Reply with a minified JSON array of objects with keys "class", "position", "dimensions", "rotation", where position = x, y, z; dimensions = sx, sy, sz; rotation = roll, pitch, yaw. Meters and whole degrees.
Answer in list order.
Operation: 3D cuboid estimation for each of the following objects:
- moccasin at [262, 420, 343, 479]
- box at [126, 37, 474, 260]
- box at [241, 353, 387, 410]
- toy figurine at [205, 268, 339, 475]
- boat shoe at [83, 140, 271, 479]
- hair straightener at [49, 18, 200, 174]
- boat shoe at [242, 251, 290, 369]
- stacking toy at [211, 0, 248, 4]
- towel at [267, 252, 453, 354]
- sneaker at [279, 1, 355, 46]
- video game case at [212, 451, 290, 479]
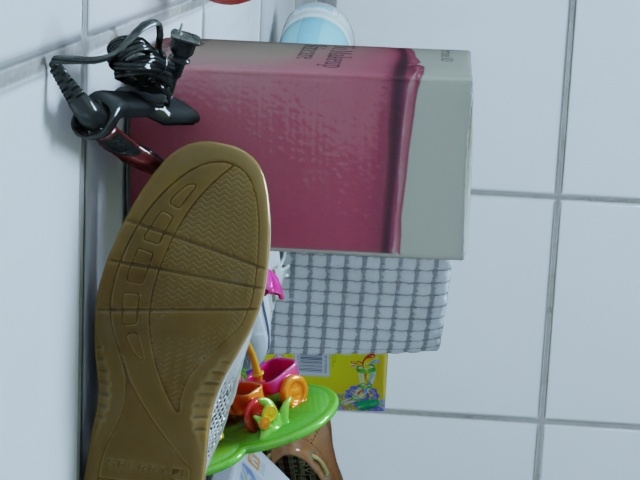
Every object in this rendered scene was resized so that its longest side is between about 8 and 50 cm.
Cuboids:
[{"class":"moccasin","position":[-0.017,0.395,2.321],"dimensions":[0.147,0.139,0.380],"rotation":[-82,174,-48]},{"class":"box","position":[-0.010,-0.068,1.135],"dimensions":[0.148,0.232,0.127],"rotation":[-75,167,-75]},{"class":"box","position":[0.000,0.000,1.907],"dimensions":[0.279,0.177,0.290],"rotation":[-85,177,-46]},{"class":"toy figurine","position":[-0.080,0.089,1.346],"dimensions":[0.173,0.130,0.159],"rotation":[-29,111,-40]},{"class":"boat shoe","position":[-0.096,0.071,1.024],"dimensions":[0.096,0.098,0.277],"rotation":[-99,-157,-83]},{"class":"hair straightener","position":[-0.110,-0.093,0.947],"dimensions":[0.089,0.047,0.230],"rotation":[-64,169,-1]},{"class":"boat shoe","position":[-0.060,0.030,1.461],"dimensions":[0.083,0.075,0.226],"rotation":[43,-26,29]},{"class":"stacking toy","position":[-0.078,-0.339,1.252],"dimensions":[0.309,0.130,0.280],"rotation":[-87,152,-60]},{"class":"towel","position":[0.009,-0.013,1.557],"dimensions":[0.284,0.235,0.121],"rotation":[91,0,-45]},{"class":"sneaker","position":[-0.013,-0.120,2.126],"dimensions":[0.150,0.135,0.366],"rotation":[-70,156,-52]},{"class":"video game case","position":[-0.011,0.387,1.594],"dimensions":[0.300,0.036,0.329],"rotation":[47,24,-22]}]
